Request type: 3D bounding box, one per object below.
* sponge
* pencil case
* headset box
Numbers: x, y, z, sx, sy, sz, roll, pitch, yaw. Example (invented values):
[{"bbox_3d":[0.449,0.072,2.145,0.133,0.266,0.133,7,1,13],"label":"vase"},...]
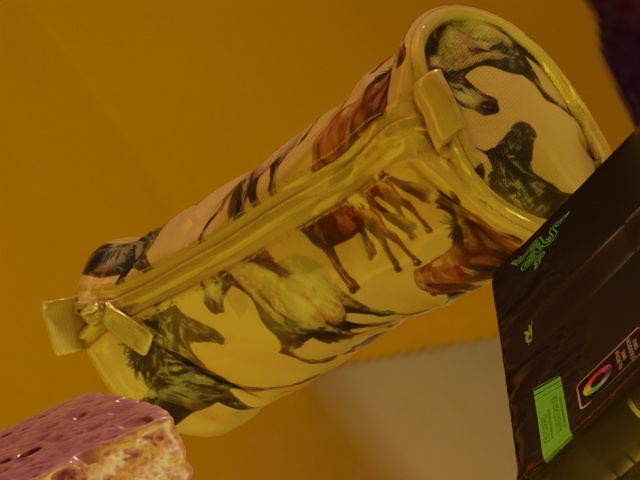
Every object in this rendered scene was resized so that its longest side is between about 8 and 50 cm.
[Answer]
[{"bbox_3d":[-0.145,0.105,0.545,0.210,0.031,0.117,-26,-172,-20],"label":"sponge"},{"bbox_3d":[0.000,0.000,1.157,0.183,0.160,0.410,-12,165,-44],"label":"pencil case"},{"bbox_3d":[0.202,0.008,0.737,0.283,0.131,0.246,-47,-170,16],"label":"headset box"}]
